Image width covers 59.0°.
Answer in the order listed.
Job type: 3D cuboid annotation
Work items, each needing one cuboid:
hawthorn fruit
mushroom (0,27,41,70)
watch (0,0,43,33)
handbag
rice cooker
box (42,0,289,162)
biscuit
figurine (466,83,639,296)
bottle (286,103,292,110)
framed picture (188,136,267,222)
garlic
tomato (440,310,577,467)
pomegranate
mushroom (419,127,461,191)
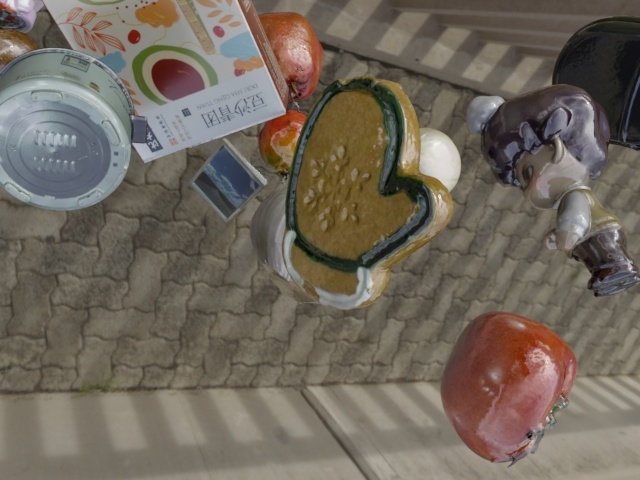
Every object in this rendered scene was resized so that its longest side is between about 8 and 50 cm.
[{"bbox_3d":[-0.090,-0.426,1.381,0.211,0.299,0.211,-7,144,-5],"label":"hawthorn fruit"},{"bbox_3d":[-0.843,-0.431,1.449,0.297,0.163,0.278,-22,170,20],"label":"mushroom"},{"bbox_3d":[-0.816,-0.663,1.398,0.244,0.196,0.231,6,79,-17],"label":"watch"},{"bbox_3d":[0.619,-0.317,1.146,0.093,0.308,0.254,-22,126,-37],"label":"handbag"},{"bbox_3d":[-0.440,-0.189,0.962,0.280,0.227,0.241,0,122,-19],"label":"rice cooker"},{"bbox_3d":[-0.295,-0.394,1.150,0.344,0.122,0.385,-17,124,12],"label":"box"},{"bbox_3d":[0.054,-0.060,0.817,0.057,0.287,0.344,0,108,-45],"label":"biscuit"},{"bbox_3d":[0.390,-0.082,0.946,0.218,0.206,0.365,14,65,-42],"label":"figurine"},{"bbox_3d":[-0.156,-0.505,1.882,0.082,0.072,0.244,-57,163,-7],"label":"bottle"},{"bbox_3d":[-0.293,-0.182,1.768,0.189,0.260,0.023,48,45,-5],"label":"framed picture"},{"bbox_3d":[0.000,0.000,1.195,0.259,0.317,0.317,-48,126,-13],"label":"garlic"},{"bbox_3d":[0.417,0.334,1.307,0.341,0.272,0.342,-33,140,-33],"label":"tomato"},{"bbox_3d":[-0.092,-0.295,1.784,0.210,0.210,0.235,0,80,-30],"label":"pomegranate"},{"bbox_3d":[0.353,-0.255,1.913,0.246,0.202,0.246,1,86,-21],"label":"mushroom"}]
